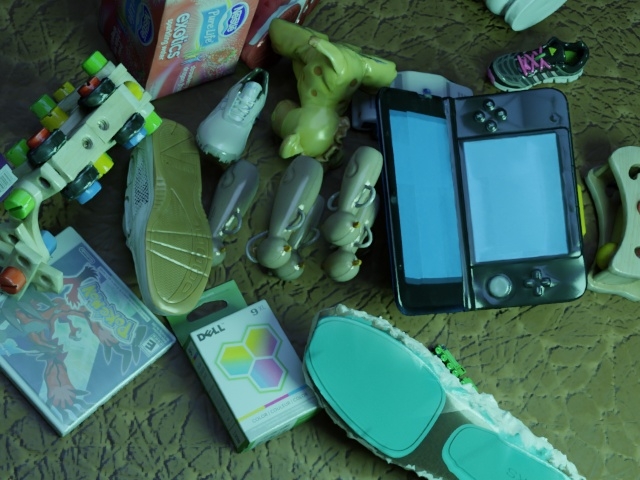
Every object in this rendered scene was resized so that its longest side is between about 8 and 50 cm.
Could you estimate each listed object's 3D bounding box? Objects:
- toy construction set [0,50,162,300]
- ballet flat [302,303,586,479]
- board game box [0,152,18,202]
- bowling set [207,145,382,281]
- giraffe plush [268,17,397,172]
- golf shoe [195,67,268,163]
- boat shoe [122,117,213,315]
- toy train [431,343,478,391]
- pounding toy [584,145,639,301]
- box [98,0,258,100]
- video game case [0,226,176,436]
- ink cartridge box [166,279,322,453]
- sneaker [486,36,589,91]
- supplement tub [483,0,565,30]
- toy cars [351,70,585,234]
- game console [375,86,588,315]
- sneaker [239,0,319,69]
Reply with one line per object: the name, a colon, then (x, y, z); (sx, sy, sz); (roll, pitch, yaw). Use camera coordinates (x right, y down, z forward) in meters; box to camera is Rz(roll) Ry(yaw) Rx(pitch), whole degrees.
toy construction set: (-0.307, -0.093, 1.437); (0.151, 0.215, 0.327); (36, 53, -27)
ballet flat: (0.142, 0.226, 1.478); (0.409, 0.147, 0.147); (38, 61, -4)
board game box: (-0.522, -0.032, 1.376); (0.347, 0.056, 0.208); (-52, 132, -30)
bowling set: (0.000, 0.000, 1.519); (0.200, 0.287, 0.154); (39, 62, -36)
giraffe plush: (0.002, -0.184, 1.617); (0.181, 0.210, 0.170); (16, 103, -25)
golf shoe: (-0.112, -0.170, 1.578); (0.069, 0.086, 0.176); (26, 35, -6)
boat shoe: (-0.201, -0.018, 1.510); (0.098, 0.096, 0.277); (23, 49, -35)
toy train: (0.176, 0.171, 1.577); (0.024, 0.017, 0.083); (-27, 75, -36)
pounding toy: (0.463, -0.056, 1.692); (0.154, 0.155, 0.269); (31, 61, -6)
box: (-0.175, -0.329, 1.544); (0.154, 0.300, 0.142); (-23, 72, -26)
video game case: (-0.308, 0.106, 1.456); (0.201, 0.023, 0.183); (46, 62, 7)
ink cartridge box: (-0.097, 0.143, 1.480); (0.109, 0.062, 0.209); (-24, 74, -25)
sneaker: (0.330, -0.269, 1.798); (0.170, 0.075, 0.063); (-9, 69, -20)
supplement tub: (0.284, -0.434, 1.823); (0.144, 0.144, 0.199); (-27, 76, -26)
toy cars: (0.218, -0.127, 1.690); (0.394, 0.087, 0.176); (42, 61, 5)
game console: (0.212, -0.056, 1.553); (0.250, 0.173, 0.293); (-6, 86, 7)
sneaker: (-0.087, -0.341, 1.717); (0.128, 0.087, 0.221); (27, 55, 12)
